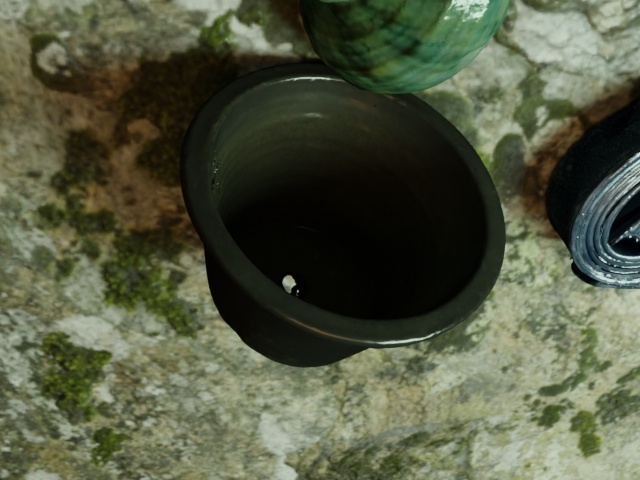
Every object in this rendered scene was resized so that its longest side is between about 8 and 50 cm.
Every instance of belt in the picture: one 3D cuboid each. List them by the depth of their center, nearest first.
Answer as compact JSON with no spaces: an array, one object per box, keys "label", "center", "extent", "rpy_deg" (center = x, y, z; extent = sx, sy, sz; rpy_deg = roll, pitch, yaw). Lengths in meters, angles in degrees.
[{"label":"belt","center":[0.281,-0.039,0.712],"extent":[0.190,0.082,0.141],"rpy_deg":[-33,119,15]}]

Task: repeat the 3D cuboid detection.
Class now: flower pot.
[{"label":"flower pot","center":[0.000,0.000,0.642],"extent":[0.235,0.235,0.148],"rpy_deg":[10,145,-15]}]

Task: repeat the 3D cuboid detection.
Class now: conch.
[{"label":"conch","center":[0.043,-0.180,0.548],"extent":[0.188,0.122,0.176],"rpy_deg":[38,128,-27]}]
